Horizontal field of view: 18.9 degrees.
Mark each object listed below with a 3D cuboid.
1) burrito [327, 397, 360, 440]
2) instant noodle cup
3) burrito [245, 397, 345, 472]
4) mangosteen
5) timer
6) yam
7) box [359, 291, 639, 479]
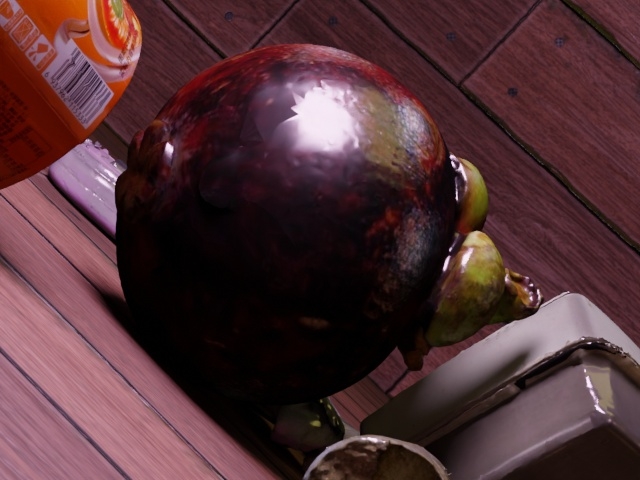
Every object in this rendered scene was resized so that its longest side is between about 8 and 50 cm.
[{"bbox_3d":[-0.007,0.170,1.854,0.203,0.064,0.064,47,3,43],"label":"burrito"},{"bbox_3d":[-0.255,-0.163,1.335,0.192,0.250,0.250,53,-5,-38],"label":"instant noodle cup"},{"bbox_3d":[-0.061,0.115,1.786,0.096,0.066,0.309,49,-2,-34],"label":"burrito"},{"bbox_3d":[0.000,0.000,1.628,0.359,0.306,0.306,24,9,-26],"label":"mangosteen"},{"bbox_3d":[-0.216,-0.038,2.155,0.191,0.069,0.208,40,2,-7],"label":"timer"},{"bbox_3d":[0.048,0.198,1.477,0.106,0.106,0.259,43,1,9],"label":"yam"},{"bbox_3d":[0.185,0.201,1.713,0.220,0.290,0.166,43,23,-31],"label":"box"}]
